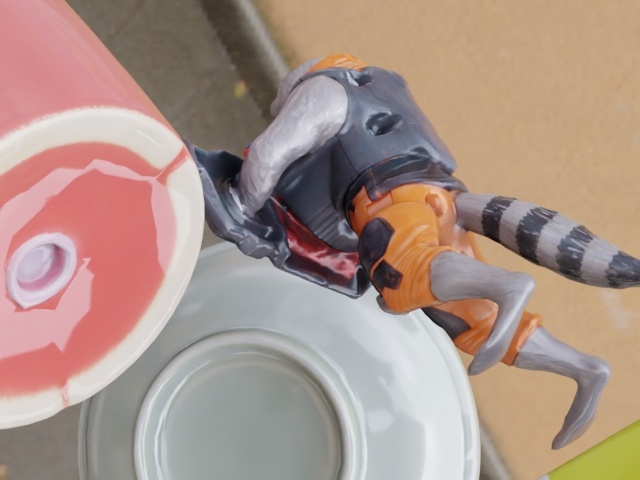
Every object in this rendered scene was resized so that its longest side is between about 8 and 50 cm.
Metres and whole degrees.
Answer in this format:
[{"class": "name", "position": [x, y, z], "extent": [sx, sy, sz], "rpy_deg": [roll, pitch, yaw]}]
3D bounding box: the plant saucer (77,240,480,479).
[{"class": "plant saucer", "position": [-0.058, 0.191, 1.295], "extent": [0.100, 0.401, 0.400], "rpy_deg": [14, 82, -72]}]

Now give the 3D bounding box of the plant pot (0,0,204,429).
[{"class": "plant pot", "position": [-0.213, -0.038, 0.796], "extent": [0.275, 0.243, 0.275], "rpy_deg": [-27, 136, -30]}]

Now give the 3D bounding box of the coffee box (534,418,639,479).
[{"class": "coffee box", "position": [0.346, 0.233, 0.705], "extent": [0.338, 0.334, 0.337], "rpy_deg": [32, 29, -51]}]

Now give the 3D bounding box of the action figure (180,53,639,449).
[{"class": "action figure", "position": [0.082, -0.012, 0.978], "extent": [0.178, 0.330, 0.341], "rpy_deg": [-50, 146, 15]}]
